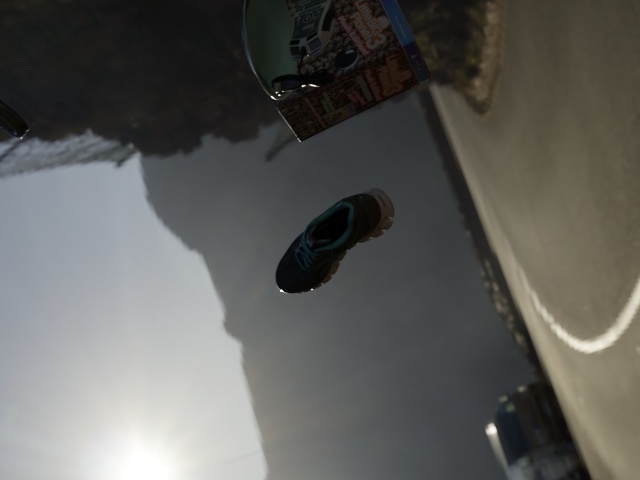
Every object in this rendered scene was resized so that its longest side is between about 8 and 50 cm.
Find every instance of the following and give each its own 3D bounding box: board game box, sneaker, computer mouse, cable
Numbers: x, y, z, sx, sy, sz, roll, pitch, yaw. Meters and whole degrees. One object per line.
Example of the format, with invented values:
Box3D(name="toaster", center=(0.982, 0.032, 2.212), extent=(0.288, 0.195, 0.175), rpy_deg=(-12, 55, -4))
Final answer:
Box3D(name="board game box", center=(0.031, -0.373, 2.275), extent=(0.232, 0.291, 0.141), rpy_deg=(68, -172, 28))
Box3D(name="sneaker", center=(0.000, 0.000, 1.268), extent=(0.076, 0.166, 0.065), rpy_deg=(-3, -126, -57))
Box3D(name="computer mouse", center=(-0.010, -0.292, 1.723), extent=(0.042, 0.106, 0.193), rpy_deg=(42, -131, -39))
Box3D(name="cable", center=(-0.601, -0.256, 1.878), extent=(0.287, 0.072, 0.139), rpy_deg=(49, 154, -22))

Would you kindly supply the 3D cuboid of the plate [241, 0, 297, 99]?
Box3D(name="plate", center=(-0.082, -0.303, 1.756), extent=(0.188, 0.024, 0.188), rpy_deg=(-7, -90, -68))
